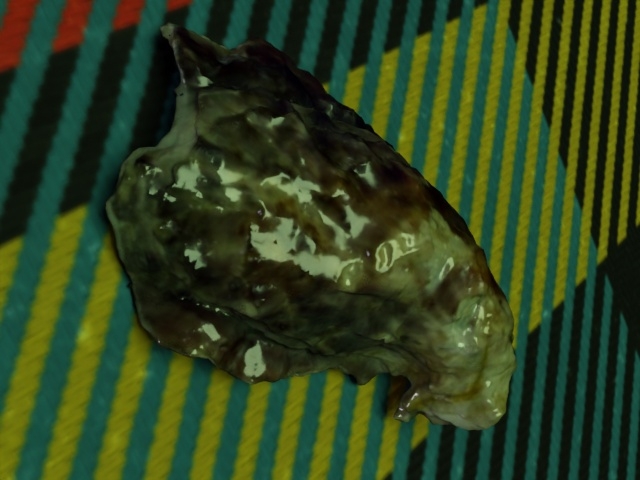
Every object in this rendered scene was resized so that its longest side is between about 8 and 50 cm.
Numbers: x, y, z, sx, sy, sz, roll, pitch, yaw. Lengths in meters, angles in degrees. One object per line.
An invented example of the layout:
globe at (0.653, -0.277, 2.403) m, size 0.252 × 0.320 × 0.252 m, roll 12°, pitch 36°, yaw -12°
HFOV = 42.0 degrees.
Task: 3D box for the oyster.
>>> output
oyster at (0.004, -0.001, 0.520) m, size 0.271 × 0.100 × 0.275 m, roll -4°, pitch 90°, yaw -24°
